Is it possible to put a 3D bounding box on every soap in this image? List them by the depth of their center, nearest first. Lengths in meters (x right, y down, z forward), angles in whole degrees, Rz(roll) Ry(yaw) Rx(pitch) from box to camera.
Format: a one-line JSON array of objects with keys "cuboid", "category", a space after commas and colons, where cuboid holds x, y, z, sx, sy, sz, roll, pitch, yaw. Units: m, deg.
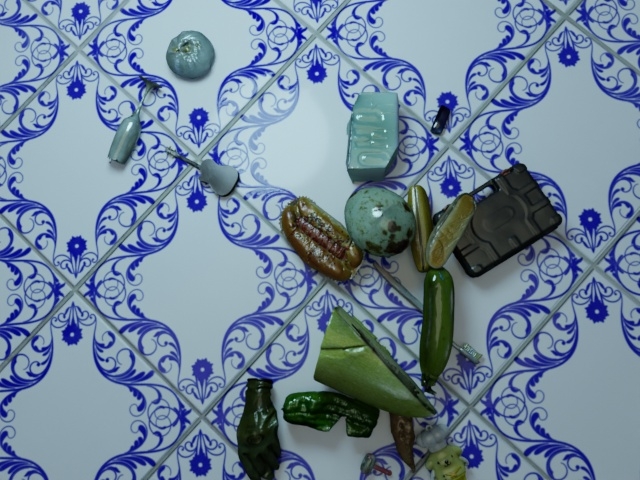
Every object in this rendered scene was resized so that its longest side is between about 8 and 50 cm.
[{"cuboid": [0.140, -0.278, 1.501, 0.145, 0.091, 0.231, 0, 81, 3], "category": "soap"}]

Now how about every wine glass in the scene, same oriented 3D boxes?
[{"cuboid": [-0.530, -0.333, 1.561, 0.074, 0.074, 0.262, 21, 85, 6], "category": "wine glass"}]

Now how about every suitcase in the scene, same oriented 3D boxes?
[{"cuboid": [0.464, -0.053, 1.464, 0.285, 0.066, 0.206, -32, 82, -1], "category": "suitcase"}]

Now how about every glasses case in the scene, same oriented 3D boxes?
[{"cuboid": [0.266, -0.032, 1.465, 0.064, 0.079, 0.234, -6, 82, 12], "category": "glasses case"}, {"cuboid": [0.333, -0.335, 1.530, 0.033, 0.023, 0.083, 22, 85, 8], "category": "glasses case"}]

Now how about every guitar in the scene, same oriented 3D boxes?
[{"cuboid": [-0.337, -0.206, 1.551, 0.233, 0.025, 0.088, 29, 86, 6], "category": "guitar"}]

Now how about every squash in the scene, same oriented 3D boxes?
[{"cuboid": [0.154, 0.304, 1.349, 0.308, 0.233, 0.210, 17, 86, 7], "category": "squash"}, {"cuboid": [0.293, 0.228, 1.400, 0.087, 0.087, 0.332, 6, 89, 4], "category": "squash"}]

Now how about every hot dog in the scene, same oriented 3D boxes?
[{"cuboid": [0.000, 0.000, 1.479, 0.268, 0.075, 0.144, 43, 84, 5], "category": "hot dog"}]

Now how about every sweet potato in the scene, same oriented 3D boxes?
[{"cuboid": [0.211, 0.486, 1.407, 0.060, 0.068, 0.206, -4, 81, -40], "category": "sweet potato"}]

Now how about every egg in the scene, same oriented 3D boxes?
[{"cuboid": [0.146, -0.053, 1.423, 0.169, 0.169, 0.231, -41, 44, -3], "category": "egg"}]

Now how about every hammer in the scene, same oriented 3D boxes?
[{"cuboid": [0.146, 0.583, 1.418, 0.083, 0.031, 0.053, 26, 87, -4], "category": "hammer"}]

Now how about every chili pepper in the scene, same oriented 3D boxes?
[{"cuboid": [0.026, 0.439, 1.418, 0.253, 0.083, 0.099, 10, 84, 0], "category": "chili pepper"}]

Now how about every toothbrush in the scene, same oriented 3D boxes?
[{"cuboid": [0.277, 0.189, 1.461, 0.375, 0.028, 0.037, 42, 81, 7], "category": "toothbrush"}]

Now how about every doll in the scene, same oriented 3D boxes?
[{"cuboid": [0.306, 0.541, 1.395, 0.106, 0.062, 0.162, -26, 80, -5], "category": "doll"}]

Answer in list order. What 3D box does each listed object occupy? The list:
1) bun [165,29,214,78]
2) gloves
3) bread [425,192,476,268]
[{"cuboid": [-0.374, -0.531, 1.569, 0.140, 0.083, 0.141, 0, 85, 4], "category": "bun"}, {"cuboid": [-0.160, 0.486, 1.414, 0.135, 0.107, 0.268, -9, 83, 33], "category": "gloves"}, {"cuboid": [0.327, -0.027, 1.409, 0.073, 0.053, 0.214, 32, 83, -5], "category": "bread"}]
